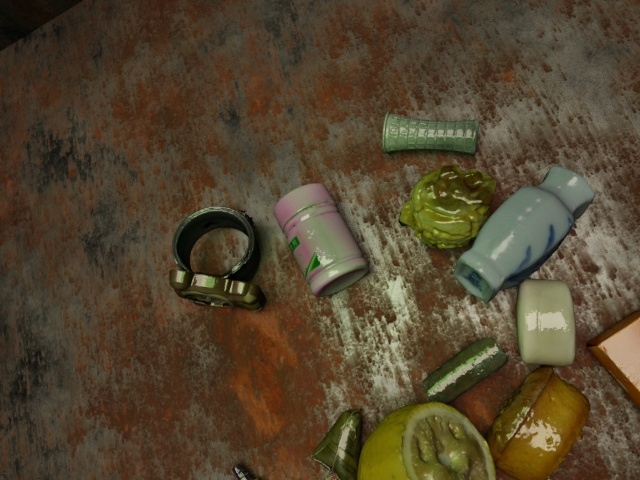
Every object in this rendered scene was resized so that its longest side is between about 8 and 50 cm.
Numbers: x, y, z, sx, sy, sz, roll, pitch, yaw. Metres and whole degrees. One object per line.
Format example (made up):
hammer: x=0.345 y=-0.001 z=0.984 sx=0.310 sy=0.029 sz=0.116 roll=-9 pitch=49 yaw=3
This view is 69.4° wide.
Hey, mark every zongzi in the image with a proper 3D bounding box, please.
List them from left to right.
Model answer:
zongzi: x=0.109 y=0.644 z=1.411 sx=0.204 sy=0.094 sz=0.205 roll=36 pitch=91 yaw=26

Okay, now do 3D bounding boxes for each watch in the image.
watch: x=-0.338 y=0.060 z=1.623 sx=0.335 sy=0.314 sz=0.327 roll=8 pitch=70 yaw=5

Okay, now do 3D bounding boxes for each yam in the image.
yam: x=0.420 y=0.386 z=1.359 sx=0.259 sy=0.106 sz=0.106 roll=-39 pitch=69 yaw=7

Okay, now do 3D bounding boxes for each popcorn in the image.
popcorn: x=0.395 y=-0.112 z=1.399 sx=0.293 sy=0.237 sz=0.293 roll=-7 pitch=57 yaw=11

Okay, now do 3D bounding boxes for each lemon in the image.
lemon: x=0.262 y=0.633 z=1.251 sx=0.364 sy=0.364 sz=0.364 roll=-4 pitch=77 yaw=18

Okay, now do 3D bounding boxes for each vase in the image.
vase: x=0.361 y=-0.346 z=1.518 sx=0.298 sy=0.143 sz=0.143 roll=6 pitch=81 yaw=17

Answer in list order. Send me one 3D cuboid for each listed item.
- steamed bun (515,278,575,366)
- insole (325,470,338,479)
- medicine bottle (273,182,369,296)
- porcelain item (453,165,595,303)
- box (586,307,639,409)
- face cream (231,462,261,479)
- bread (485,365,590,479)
steamed bun: x=0.625 y=0.225 z=1.290 sx=0.146 sy=0.164 sz=0.242 roll=-1 pitch=78 yaw=20
insole: x=0.100 y=0.717 z=1.450 sx=0.193 sy=0.006 sz=0.065 roll=-27 pitch=72 yaw=12
medicine bottle: x=0.000 y=0.000 z=1.524 sx=0.212 sy=0.212 sz=0.325 roll=-31 pitch=72 yaw=10
porcelain item: x=0.564 y=-0.014 z=1.290 sx=0.405 sy=0.242 sz=0.178 roll=-42 pitch=66 yaw=-11
box: x=0.916 y=0.268 z=1.195 sx=0.341 sy=0.143 sz=0.225 roll=-38 pitch=69 yaw=9
face cream: x=-0.193 y=0.836 z=1.486 sx=0.273 sy=0.078 sz=0.078 roll=43 pitch=94 yaw=21
bread: x=0.577 y=0.509 z=1.238 sx=0.194 sy=0.179 sz=0.340 roll=36 pitch=92 yaw=21
